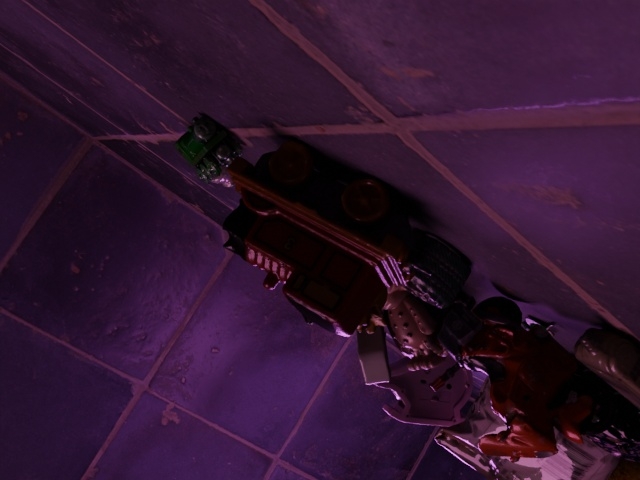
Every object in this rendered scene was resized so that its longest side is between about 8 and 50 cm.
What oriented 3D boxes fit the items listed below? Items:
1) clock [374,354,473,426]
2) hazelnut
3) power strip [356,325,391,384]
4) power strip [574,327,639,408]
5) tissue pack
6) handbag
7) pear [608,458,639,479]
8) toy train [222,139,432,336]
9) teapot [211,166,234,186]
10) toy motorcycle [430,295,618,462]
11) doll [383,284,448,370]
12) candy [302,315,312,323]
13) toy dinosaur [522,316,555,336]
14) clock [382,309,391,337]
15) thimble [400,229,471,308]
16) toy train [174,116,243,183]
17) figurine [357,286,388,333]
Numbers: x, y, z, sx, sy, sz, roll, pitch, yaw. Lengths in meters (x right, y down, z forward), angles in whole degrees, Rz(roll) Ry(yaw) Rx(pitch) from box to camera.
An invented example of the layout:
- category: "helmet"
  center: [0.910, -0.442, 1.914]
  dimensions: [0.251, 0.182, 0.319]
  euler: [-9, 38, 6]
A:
- category: "clock"
  center: [0.256, 0.341, 1.859]
  dimensions: [0.290, 0.276, 0.080]
  euler: [5, 180, -14]
- category: "hazelnut"
  center: [0.222, 0.171, 1.526]
  dimensions: [0.178, 0.178, 0.204]
  euler: [39, 167, -37]
- category: "power strip"
  center: [0.106, 0.157, 1.565]
  dimensions: [0.385, 0.062, 0.091]
  euler: [-92, -10, -59]
- category: "power strip"
  center: [0.525, 0.233, 1.145]
  dimensions: [0.387, 0.066, 0.092]
  euler: [35, 173, -31]
- category: "tissue pack"
  center: [0.500, 0.470, 1.648]
  dimensions: [0.390, 0.376, 0.195]
  euler: [35, -148, 17]
- category: "handbag"
  center: [0.556, 0.332, 1.372]
  dimensions: [0.228, 0.127, 0.207]
  euler: [38, 180, 43]
- category: "pear"
  center: [0.743, 0.542, 1.679]
  dimensions: [0.197, 0.197, 0.197]
  euler: [32, 172, 5]
- category: "toy train"
  center: [0.000, 0.000, 1.138]
  dimensions: [0.369, 0.232, 0.163]
  euler: [28, 168, 22]
- category: "teapot"
  center: [-0.232, -0.165, 1.664]
  dimensions: [0.064, 0.064, 0.083]
  euler: [32, -152, -54]
- category: "toy motorcycle"
  center: [0.317, 0.240, 1.203]
  dimensions: [0.326, 0.221, 0.148]
  euler: [48, 176, 41]
- category: "doll"
  center: [0.158, 0.124, 1.393]
  dimensions: [0.278, 0.119, 0.154]
  euler: [60, 148, 6]
- category: "candy"
  center: [-0.049, 0.010, 1.323]
  dimensions: [0.097, 0.097, 0.324]
  euler: [46, -153, -58]
- category: "toy dinosaur"
  center: [0.402, 0.161, 1.304]
  dimensions: [0.060, 0.029, 0.120]
  euler: [43, 174, 13]
- category: "clock"
  center: [0.184, 0.196, 2.042]
  dimensions: [0.338, 0.102, 0.338]
  euler: [32, 171, 5]
- category: "thimble"
  center: [0.188, 0.052, 1.226]
  dimensions: [0.118, 0.090, 0.135]
  euler: [28, 170, 40]
- category: "toy train"
  center: [-0.234, -0.188, 1.457]
  dimensions: [0.119, 0.085, 0.251]
  euler: [49, 165, -9]
- category: "figurine"
  center: [0.049, 0.041, 1.274]
  dimensions: [0.127, 0.234, 0.185]
  euler: [-9, 139, 1]
